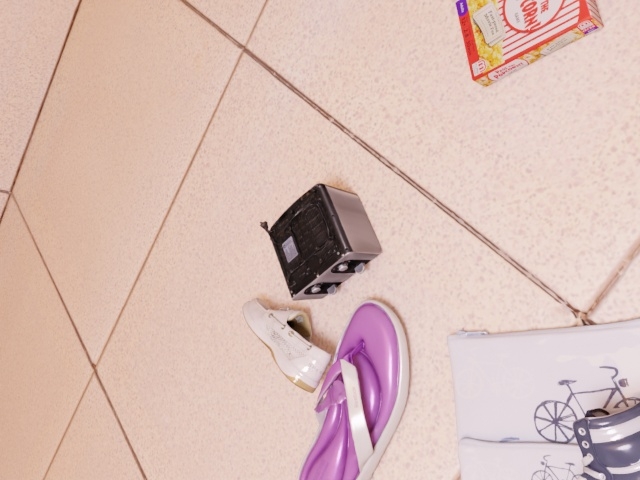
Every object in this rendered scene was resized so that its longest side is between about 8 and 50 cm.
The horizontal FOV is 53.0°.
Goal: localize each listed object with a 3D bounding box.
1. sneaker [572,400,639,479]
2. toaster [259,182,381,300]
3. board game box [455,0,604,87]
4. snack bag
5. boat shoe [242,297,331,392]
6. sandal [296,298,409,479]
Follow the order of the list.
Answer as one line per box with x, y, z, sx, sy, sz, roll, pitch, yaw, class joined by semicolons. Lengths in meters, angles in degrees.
0.320;0.303;0.763;0.282;0.099;0.153;-46;61;22;sneaker
0.000;0.000;1.178;0.168;0.110;0.185;-41;57;32;toaster
0.309;-0.343;0.973;0.194;0.045;0.146;-23;68;40;board game box
0.319;0.279;0.868;0.323;0.037;0.342;-13;74;43;snack bag
-0.058;0.175;1.223;0.096;0.098;0.277;-51;40;2;boat shoe
0.041;0.305;1.092;0.169;0.102;0.415;20;97;45;sandal
